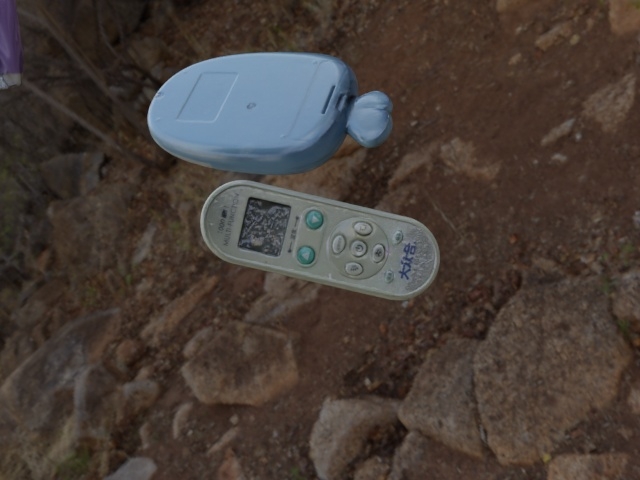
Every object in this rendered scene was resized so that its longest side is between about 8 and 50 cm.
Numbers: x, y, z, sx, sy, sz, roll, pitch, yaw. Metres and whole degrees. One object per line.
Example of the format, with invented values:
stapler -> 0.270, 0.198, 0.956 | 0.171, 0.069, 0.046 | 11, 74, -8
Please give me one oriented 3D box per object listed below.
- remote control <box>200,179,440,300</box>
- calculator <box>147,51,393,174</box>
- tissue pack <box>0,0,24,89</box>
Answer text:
remote control -> 0.000, 0.000, 0.707 | 0.042, 0.221, 0.078 | 99, -176, -89
calculator -> -0.061, -0.154, 0.902 | 0.302, 0.042, 0.188 | 5, 52, 19
tissue pack -> -0.333, -0.261, 0.527 | 0.160, 0.338, 0.242 | -13, 16, -38
